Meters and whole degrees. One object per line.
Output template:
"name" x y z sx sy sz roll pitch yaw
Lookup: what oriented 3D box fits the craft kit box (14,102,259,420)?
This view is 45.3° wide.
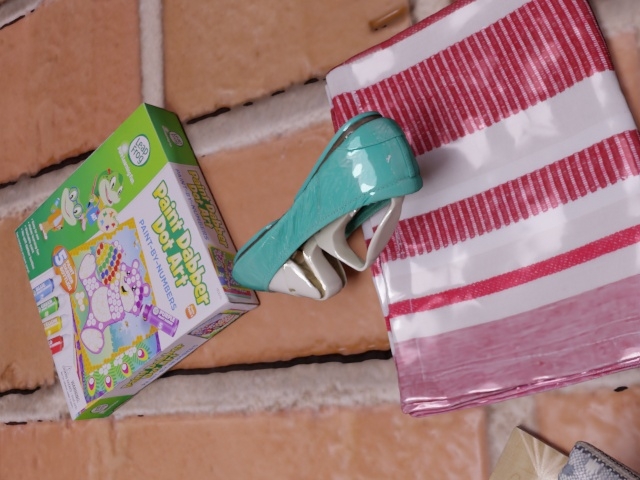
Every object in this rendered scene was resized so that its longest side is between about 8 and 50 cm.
"craft kit box" -0.209 0.025 0.823 0.247 0.061 0.250 -37 65 21

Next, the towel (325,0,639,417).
"towel" 0.134 -0.043 0.613 0.237 0.037 0.329 -22 71 29

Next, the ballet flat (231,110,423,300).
"ballet flat" 0.000 0.000 0.635 0.087 0.083 0.247 59 138 16

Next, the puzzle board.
"puzzle board" 0.162 0.219 0.572 0.096 0.011 0.128 28 100 32

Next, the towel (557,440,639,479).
"towel" 0.230 0.309 0.427 0.312 0.056 0.324 31 127 31
